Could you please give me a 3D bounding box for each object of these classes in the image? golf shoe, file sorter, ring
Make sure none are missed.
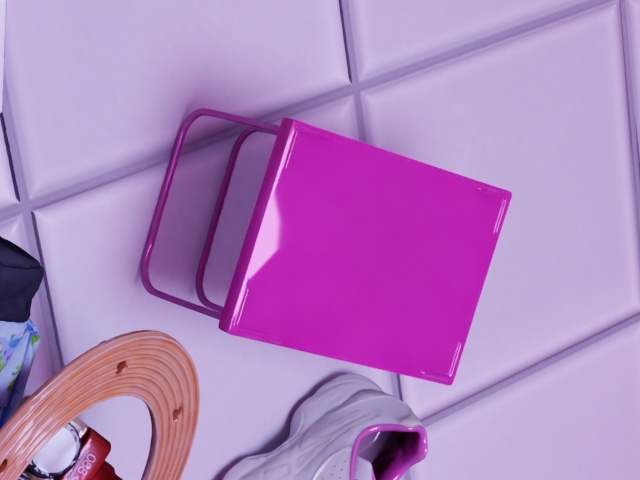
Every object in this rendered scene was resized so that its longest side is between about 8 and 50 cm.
[{"bbox_3d":[-0.015,0.264,2.020,0.306,0.140,0.115,-47,127,-19],"label":"golf shoe"},{"bbox_3d":[0.000,0.000,1.936,0.291,0.182,0.202,16,92,-40],"label":"file sorter"},{"bbox_3d":[-0.221,0.220,1.676,0.336,0.032,0.336,-43,151,-31],"label":"ring"}]

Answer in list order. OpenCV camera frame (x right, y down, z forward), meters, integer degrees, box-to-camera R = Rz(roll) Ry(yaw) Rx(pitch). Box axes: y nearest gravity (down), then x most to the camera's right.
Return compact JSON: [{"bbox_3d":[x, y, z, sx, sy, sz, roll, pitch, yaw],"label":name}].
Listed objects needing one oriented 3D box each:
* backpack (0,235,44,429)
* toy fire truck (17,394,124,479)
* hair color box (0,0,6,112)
[{"bbox_3d":[-0.381,0.128,1.604,0.273,0.290,0.355,29,88,-55],"label":"backpack"},{"bbox_3d":[-0.249,0.288,1.846,0.246,0.158,0.217,41,74,-28],"label":"toy fire truck"},{"bbox_3d":[-0.421,-0.187,1.567,0.339,0.110,0.185,-7,112,-35],"label":"hair color box"}]
